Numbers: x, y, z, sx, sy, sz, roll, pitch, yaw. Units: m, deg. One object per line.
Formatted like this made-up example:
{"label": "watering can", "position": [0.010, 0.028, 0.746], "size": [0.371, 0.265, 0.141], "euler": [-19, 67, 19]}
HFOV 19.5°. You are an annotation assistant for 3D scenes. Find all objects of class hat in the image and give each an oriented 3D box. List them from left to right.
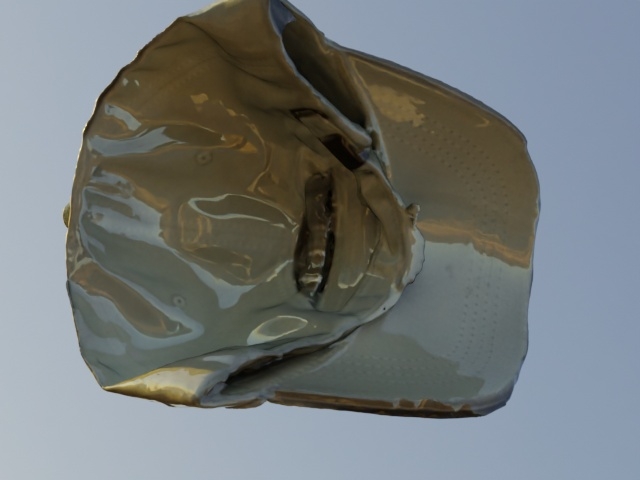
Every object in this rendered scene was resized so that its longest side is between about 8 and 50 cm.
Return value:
{"label": "hat", "position": [-0.001, -0.002, 1.193], "size": [0.301, 0.257, 0.168], "euler": [14, -11, -22]}
